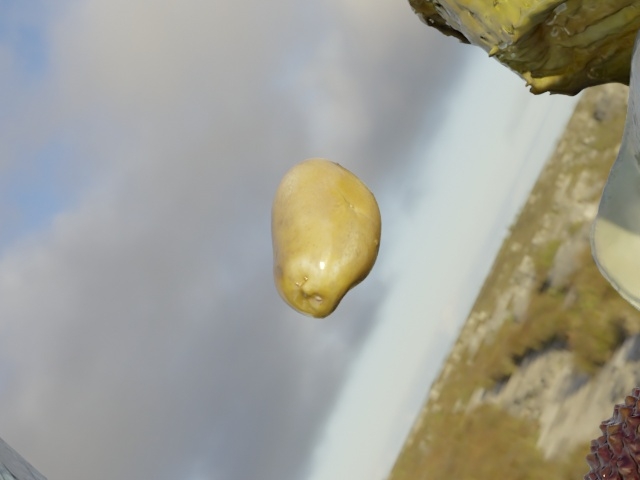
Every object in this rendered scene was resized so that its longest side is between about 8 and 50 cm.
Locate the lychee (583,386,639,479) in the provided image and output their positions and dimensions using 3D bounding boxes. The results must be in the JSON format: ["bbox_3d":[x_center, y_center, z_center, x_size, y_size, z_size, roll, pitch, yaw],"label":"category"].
[{"bbox_3d":[0.283,0.168,0.878,0.188,0.188,0.188,-63,-7,-15],"label":"lychee"}]

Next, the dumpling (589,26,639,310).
[{"bbox_3d":[0.338,-0.072,0.695,0.233,0.315,0.395,-7,-46,-51],"label":"dumpling"}]

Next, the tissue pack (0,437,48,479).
[{"bbox_3d":[-0.167,0.167,0.677,0.073,0.173,0.235,-45,-48,-12],"label":"tissue pack"}]

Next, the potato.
[{"bbox_3d":[0.000,0.000,0.614,0.083,0.062,0.068,-66,-33,-43],"label":"potato"}]

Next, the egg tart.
[{"bbox_3d":[0.238,-0.226,1.027,0.345,0.345,0.132,97,163,-68],"label":"egg tart"}]
